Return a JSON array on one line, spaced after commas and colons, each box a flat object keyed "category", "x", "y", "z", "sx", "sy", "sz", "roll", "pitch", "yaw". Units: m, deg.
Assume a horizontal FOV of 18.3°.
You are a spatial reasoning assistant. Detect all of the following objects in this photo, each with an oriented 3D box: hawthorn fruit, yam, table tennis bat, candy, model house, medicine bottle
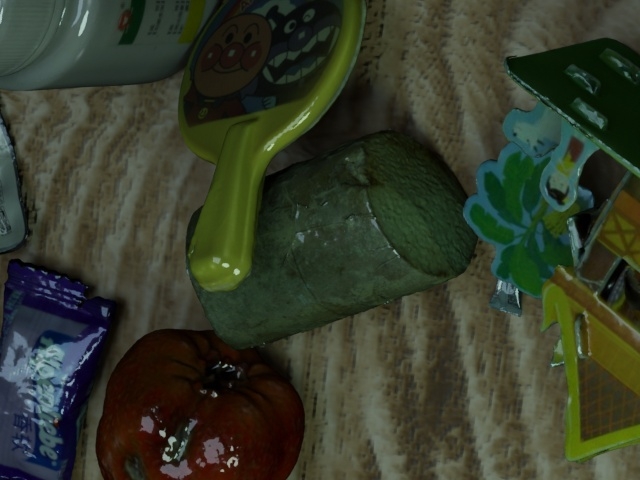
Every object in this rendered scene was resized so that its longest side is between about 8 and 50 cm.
[{"category": "hawthorn fruit", "x": -0.138, "y": 0.215, "z": 1.993, "sx": 0.207, "sy": 0.207, "sz": 0.243, "roll": 42, "pitch": 127, "yaw": 19}, {"category": "yam", "x": 0.000, "y": 0.000, "z": 1.904, "sx": 0.268, "sy": 0.161, "sz": 0.161, "roll": -21, "pitch": 85, "yaw": 32}, {"category": "table tennis bat", "x": -0.064, "y": -0.119, "z": 1.885, "sx": 0.224, "sy": 0.054, "sz": 0.369, "roll": -10, "pitch": 56, "yaw": 39}, {"category": "candy", "x": -0.310, "y": 0.165, "z": 2.150, "sx": 0.145, "sy": 0.070, "sz": 0.275, "roll": 19, "pitch": 101, "yaw": 20}, {"category": "model house", "x": 0.255, "y": 0.033, "z": 1.717, "sx": 0.357, "sy": 0.242, "sz": 0.313, "roll": 39, "pitch": 116, "yaw": 19}, {"category": "medicine bottle", "x": -0.267, "y": -0.249, "z": 1.920, "sx": 0.208, "sy": 0.339, "sz": 0.208, "roll": 4, "pitch": 97, "yaw": 29}]

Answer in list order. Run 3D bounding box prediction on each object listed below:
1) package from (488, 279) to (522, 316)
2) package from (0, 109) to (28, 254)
[{"category": "package", "x": 0.182, "y": 0.016, "z": 1.878, "sx": 0.037, "sy": 0.015, "sz": 0.110, "roll": 13, "pitch": 101, "yaw": 29}, {"category": "package", "x": -0.403, "y": -0.079, "z": 2.196, "sx": 0.166, "sy": 0.040, "sz": 0.232, "roll": -23, "pitch": 76, "yaw": 27}]
